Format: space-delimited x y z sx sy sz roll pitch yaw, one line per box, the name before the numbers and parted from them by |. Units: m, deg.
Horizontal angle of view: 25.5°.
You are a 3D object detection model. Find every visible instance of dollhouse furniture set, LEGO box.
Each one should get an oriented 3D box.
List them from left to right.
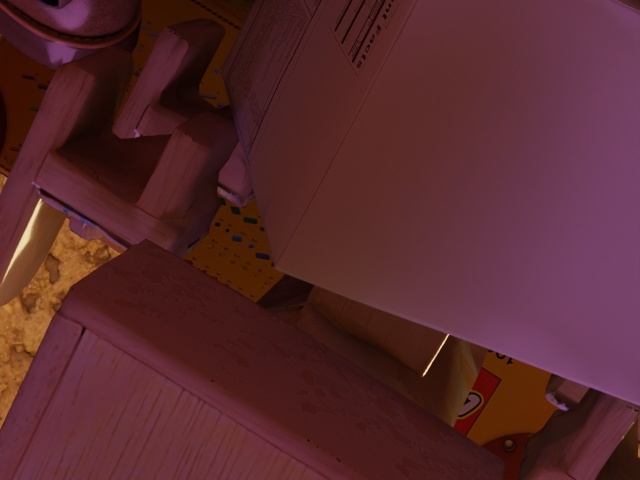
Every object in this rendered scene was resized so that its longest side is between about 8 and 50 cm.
dollhouse furniture set | -0.021 0.111 0.667 0.362 0.256 0.394 32 -160 6
LEGO box | 0.000 0.000 1.139 0.500 0.193 0.372 33 176 10

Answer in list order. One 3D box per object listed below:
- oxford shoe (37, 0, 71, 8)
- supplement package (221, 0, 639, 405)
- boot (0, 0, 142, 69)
oxford shoe | -0.224 -0.217 0.628 0.348 0.130 0.123 23 174 -35
supplement package | 0.080 -0.061 0.621 0.194 0.149 0.203 21 -158 -19
boot | -0.227 -0.227 0.834 0.305 0.112 0.115 32 139 9
